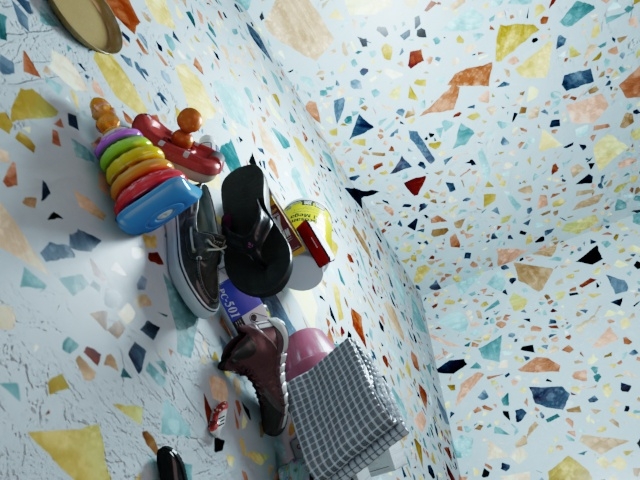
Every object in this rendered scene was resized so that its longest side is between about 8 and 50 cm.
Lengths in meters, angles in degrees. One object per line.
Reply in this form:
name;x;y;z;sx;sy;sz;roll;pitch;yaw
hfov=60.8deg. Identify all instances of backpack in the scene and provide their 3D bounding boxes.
backpack;-0.031;0.590;1.254;0.152;0.115;0.182;65;12;-50

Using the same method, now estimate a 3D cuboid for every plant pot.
plant pot;-0.018;0.348;1.515;0.201;0.201;0.180;51;8;-41
plant pot;-0.569;-0.547;1.302;0.236;0.032;0.236;54;21;-33

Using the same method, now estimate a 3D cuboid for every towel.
towel;0.045;0.387;1.267;0.121;0.235;0.283;37;14;-36

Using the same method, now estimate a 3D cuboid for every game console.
game console;0.000;0.000;1.650;0.144;0.085;0.124;58;-26;4

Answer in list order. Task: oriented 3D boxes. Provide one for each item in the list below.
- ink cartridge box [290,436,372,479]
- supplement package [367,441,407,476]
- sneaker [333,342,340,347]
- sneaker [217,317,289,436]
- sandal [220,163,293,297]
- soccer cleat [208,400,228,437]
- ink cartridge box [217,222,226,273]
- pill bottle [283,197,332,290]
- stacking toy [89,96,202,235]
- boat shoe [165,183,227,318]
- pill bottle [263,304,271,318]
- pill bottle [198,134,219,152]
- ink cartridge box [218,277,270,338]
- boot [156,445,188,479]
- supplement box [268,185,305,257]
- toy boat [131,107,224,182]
ink cartridge box;0.033;0.581;1.393;0.087;0.153;0.208;13;54;-68
supplement package;0.162;0.618;1.750;0.134;0.139;0.244;26;43;-62
sneaker;0.042;0.413;1.682;0.295;0.124;0.178;-17;88;-81
sneaker;-0.164;0.324;1.278;0.163;0.106;0.281;1;87;-34
sandal;-0.189;-0.044;1.360;0.107;0.168;0.445;57;9;-48
soccer cleat;-0.212;0.375;1.149;0.083;0.029;0.035;-75;147;-60
ink cartridge box;-0.250;0.028;1.445;0.135;0.056;0.099;41;30;-54
pill bottle;-0.055;0.011;1.824;0.188;0.188;0.334;57;19;-28
stacking toy;-0.402;-0.175;1.142;0.301;0.166;0.175;56;1;6
boat shoe;-0.281;0.010;1.268;0.121;0.119;0.335;26;43;-65
pill bottle;-0.154;0.234;1.442;0.116;0.065;0.065;70;17;10
pill bottle;-0.324;-0.245;1.570;0.067;0.067;0.120;46;26;-48
ink cartridge box;-0.186;0.189;1.358;0.097;0.046;0.207;-31;99;-33
boot;-0.265;0.418;0.910;0.121;0.045;0.099;68;20;3
supplement box;-0.159;-0.045;1.601;0.191;0.129;0.194;59;1;-23
toy boat;-0.330;-0.246;1.300;0.231;0.151;0.151;23;19;-10
